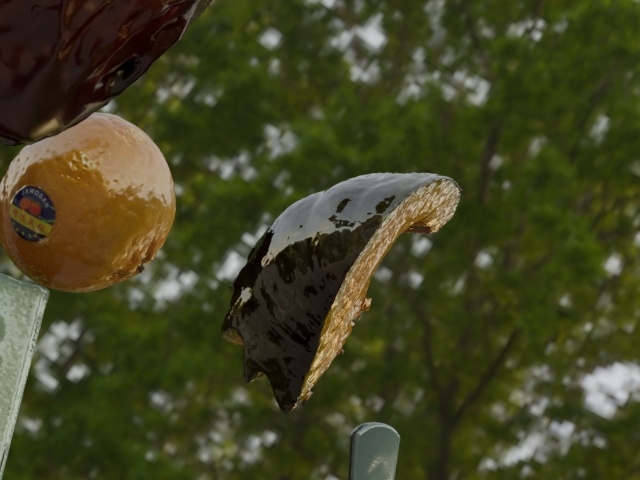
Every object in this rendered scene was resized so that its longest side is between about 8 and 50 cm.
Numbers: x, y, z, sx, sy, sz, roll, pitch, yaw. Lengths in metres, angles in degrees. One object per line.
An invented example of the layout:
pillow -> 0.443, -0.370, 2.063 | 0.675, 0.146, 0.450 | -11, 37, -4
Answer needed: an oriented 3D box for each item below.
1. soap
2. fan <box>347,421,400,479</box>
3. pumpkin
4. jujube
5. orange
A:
soap -> -0.328, 0.126, 1.707 | 0.114, 0.198, 0.063 | 16, -23, -14
fan -> 0.039, 0.298, 1.606 | 0.057, 0.282, 0.023 | 6, -3, -44
pumpkin -> 0.000, 0.000, 1.582 | 0.130, 0.254, 0.149 | 32, -25, 22
jujube -> -0.201, -0.239, 1.418 | 0.376, 0.258, 0.258 | -38, -68, 9
orange -> -0.224, -0.034, 1.773 | 0.155, 0.177, 0.177 | 27, -33, 22
